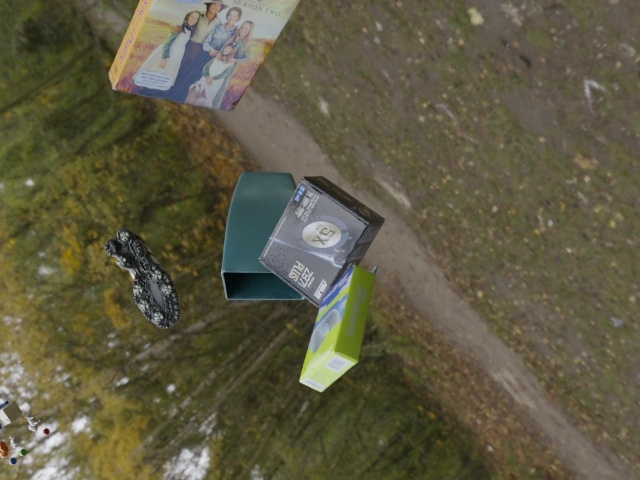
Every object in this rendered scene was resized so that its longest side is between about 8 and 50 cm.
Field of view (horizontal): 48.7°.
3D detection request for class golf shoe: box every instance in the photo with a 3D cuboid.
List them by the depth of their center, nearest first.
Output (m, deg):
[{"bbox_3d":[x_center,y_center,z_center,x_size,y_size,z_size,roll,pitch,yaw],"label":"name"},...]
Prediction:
[{"bbox_3d":[-0.413,0.088,1.735,0.272,0.105,0.120,58,-174,9],"label":"golf shoe"}]

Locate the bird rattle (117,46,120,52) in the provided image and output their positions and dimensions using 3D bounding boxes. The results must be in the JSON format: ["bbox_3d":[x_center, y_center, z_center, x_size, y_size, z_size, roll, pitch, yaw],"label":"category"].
[{"bbox_3d":[-0.343,-0.479,1.624,0.207,0.254,0.143,99,156,-59],"label":"bird rattle"}]

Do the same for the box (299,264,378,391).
[{"bbox_3d":[0.029,0.119,1.029,0.042,0.178,0.109,28,137,-12],"label":"box"}]

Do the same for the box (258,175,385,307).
[{"bbox_3d":[0.000,0.000,1.236,0.147,0.180,0.077,37,-160,19],"label":"box"}]

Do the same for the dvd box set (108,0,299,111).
[{"bbox_3d":[-0.232,-0.464,1.503,0.308,0.420,0.062,4,-130,-38],"label":"dvd box set"}]

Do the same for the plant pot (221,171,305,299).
[{"bbox_3d":[-0.113,-0.014,1.451,0.165,0.166,0.234,99,170,-66],"label":"plant pot"}]

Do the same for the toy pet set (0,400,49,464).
[{"bbox_3d":[-0.674,0.413,1.530,0.114,0.065,0.122,60,-154,-8],"label":"toy pet set"}]
